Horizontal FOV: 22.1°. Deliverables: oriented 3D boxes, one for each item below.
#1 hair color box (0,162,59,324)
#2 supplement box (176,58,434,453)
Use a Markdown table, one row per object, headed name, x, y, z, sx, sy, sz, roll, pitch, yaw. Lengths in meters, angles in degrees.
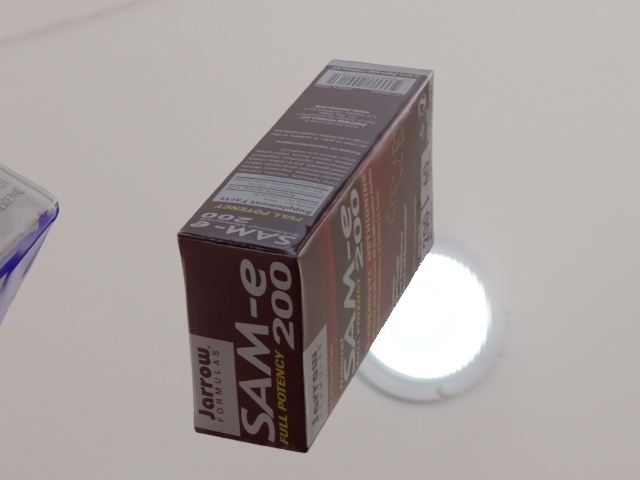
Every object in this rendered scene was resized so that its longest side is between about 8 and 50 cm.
| name | x | y | z | sx | sy | sz | roll | pitch | yaw |
| --- | --- | --- | --- | --- | --- | --- | --- | --- | --- |
| hair color box | -0.255 | -0.033 | 0.418 | 0.338 | 0.185 | 0.110 | 29 | -72 | -2 |
| supplement box | 0.000 | 0.000 | 0.953 | 0.073 | 0.239 | 0.130 | 9 | -58 | 19 |
